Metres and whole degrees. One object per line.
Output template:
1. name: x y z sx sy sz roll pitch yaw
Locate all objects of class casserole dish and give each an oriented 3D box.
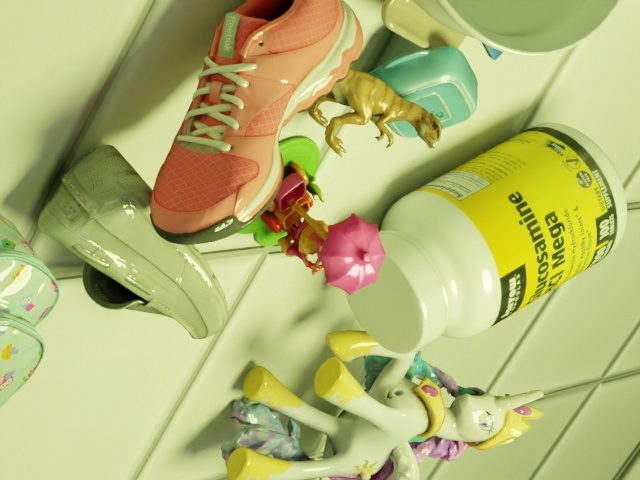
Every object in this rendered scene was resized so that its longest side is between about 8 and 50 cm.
1. casserole dish: 0.112 -0.154 2.113 0.114 0.037 0.188 -18 163 9

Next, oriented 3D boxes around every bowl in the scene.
1. bowl: 0.151 -0.314 1.831 0.298 0.134 0.298 1 88 -35

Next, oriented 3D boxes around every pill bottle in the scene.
1. pill bottle: 0.194 0.002 2.347 0.334 0.188 0.188 -29 149 -32

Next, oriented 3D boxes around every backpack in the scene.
1. backpack: -0.323 0.067 1.726 0.188 0.144 0.166 -51 148 3

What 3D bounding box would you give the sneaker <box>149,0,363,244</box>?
1. sneaker: -0.079 -0.139 1.804 0.314 0.116 0.136 -60 145 -27

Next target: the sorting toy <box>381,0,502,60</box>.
1. sorting toy: 0.145 -0.291 2.026 0.196 0.047 0.347 -55 153 9

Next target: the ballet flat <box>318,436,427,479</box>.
1. ballet flat: 0.060 0.323 2.738 0.247 0.083 0.087 -46 140 -5

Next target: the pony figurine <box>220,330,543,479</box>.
1. pony figurine: 0.059 0.257 2.433 0.363 0.303 0.351 18 129 -37

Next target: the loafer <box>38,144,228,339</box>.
1. loafer: -0.181 0.020 1.919 0.111 0.112 0.319 -39 146 -4

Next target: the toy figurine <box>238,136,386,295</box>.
1. toy figurine: 0.000 0.000 2.090 0.130 0.159 0.173 -38 154 -16

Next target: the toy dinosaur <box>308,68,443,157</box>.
1. toy dinosaur: 0.031 -0.154 2.020 0.211 0.064 0.112 30 120 -29
